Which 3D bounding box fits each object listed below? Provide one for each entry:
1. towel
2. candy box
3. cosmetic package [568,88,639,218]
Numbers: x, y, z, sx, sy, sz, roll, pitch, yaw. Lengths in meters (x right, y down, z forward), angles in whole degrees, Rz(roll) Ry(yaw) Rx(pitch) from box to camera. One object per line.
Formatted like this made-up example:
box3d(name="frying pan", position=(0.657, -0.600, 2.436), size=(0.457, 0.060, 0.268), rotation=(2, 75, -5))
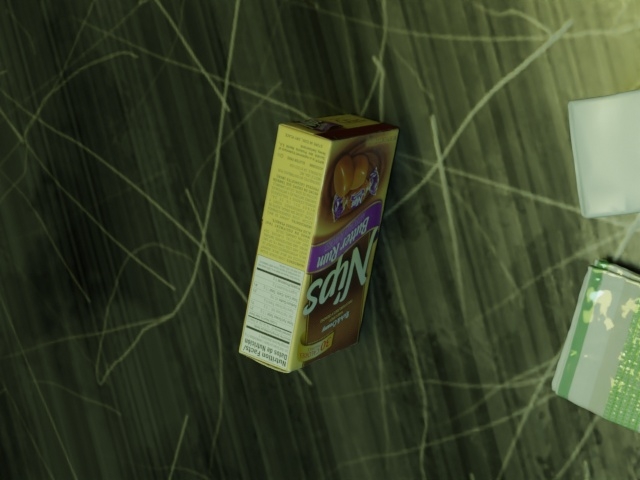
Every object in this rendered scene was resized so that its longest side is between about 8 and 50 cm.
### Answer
box3d(name="towel", position=(0.251, 0.089, 0.962), size=(0.152, 0.023, 0.113), rotation=(22, 112, 24))
box3d(name="candy box", position=(0.000, 0.000, 1.045), size=(0.053, 0.109, 0.187), rotation=(21, 109, 27))
box3d(name="cosmetic package", position=(0.287, -0.073, 0.853), size=(0.231, 0.117, 0.086), rotation=(-6, 95, 31))
